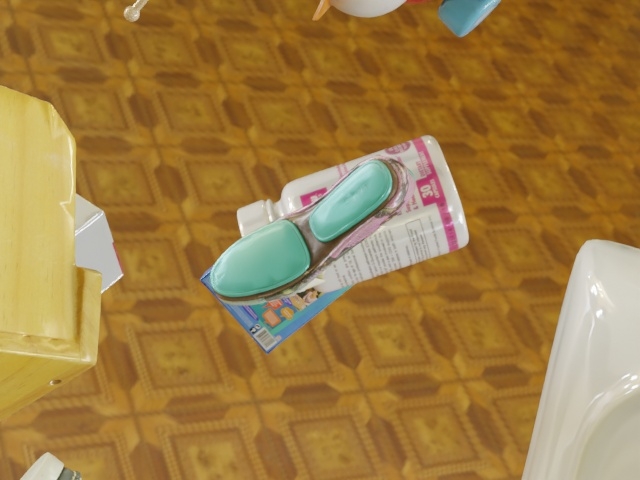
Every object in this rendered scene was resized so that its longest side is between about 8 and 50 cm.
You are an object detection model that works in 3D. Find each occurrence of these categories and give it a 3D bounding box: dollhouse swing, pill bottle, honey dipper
[{"bbox_3d":[-0.459,0.017,1.249,0.346,0.315,0.305,16,51,-53],"label":"dollhouse swing"},{"bbox_3d":[0.042,-0.024,1.505,0.283,0.160,0.160,-19,49,2],"label":"pill bottle"},{"bbox_3d":[-0.170,-0.307,1.263,0.030,0.160,0.030,38,23,-19],"label":"honey dipper"}]

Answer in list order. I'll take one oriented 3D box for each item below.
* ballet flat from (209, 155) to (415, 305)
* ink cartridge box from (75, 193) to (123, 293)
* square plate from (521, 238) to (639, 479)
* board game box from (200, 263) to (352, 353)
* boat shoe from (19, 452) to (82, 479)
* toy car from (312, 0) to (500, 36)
[{"bbox_3d":[0.000,0.000,1.052,0.079,0.221,0.077,24,36,-56],"label":"ballet flat"},{"bbox_3d":[-0.374,0.001,1.482,0.176,0.128,0.127,31,59,31],"label":"ink cartridge box"},{"bbox_3d":[0.224,0.211,0.489,0.347,0.344,0.049,20,14,31],"label":"square plate"},{"bbox_3d":[-0.054,0.050,1.722,0.160,0.210,0.047,49,15,-8],"label":"board game box"},{"bbox_3d":[-0.296,0.331,1.022,0.099,0.319,0.116,35,21,-10],"label":"boat shoe"},{"bbox_3d":[0.060,-0.289,1.142,0.219,0.210,0.238,46,65,3],"label":"toy car"}]
